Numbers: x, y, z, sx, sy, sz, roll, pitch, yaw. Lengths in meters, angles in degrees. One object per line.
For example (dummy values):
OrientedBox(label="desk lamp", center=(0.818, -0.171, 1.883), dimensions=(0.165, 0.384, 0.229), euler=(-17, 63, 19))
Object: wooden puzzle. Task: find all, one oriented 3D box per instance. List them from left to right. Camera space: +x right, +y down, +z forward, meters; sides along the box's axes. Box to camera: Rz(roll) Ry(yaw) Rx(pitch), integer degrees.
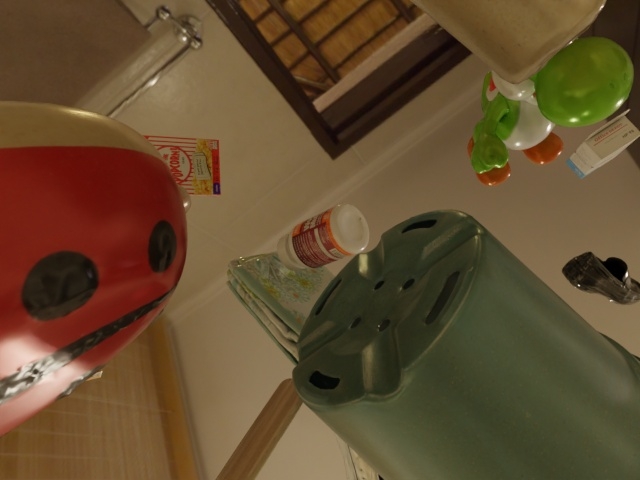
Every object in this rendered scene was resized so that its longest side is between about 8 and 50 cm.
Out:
OrientedBox(label="wooden puzzle", center=(-0.086, 0.290, 0.614), dimensions=(0.044, 0.239, 0.221), euler=(35, -109, 3))

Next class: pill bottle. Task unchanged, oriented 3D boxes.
OrientedBox(label="pill bottle", center=(0.000, 0.000, 1.069), dimensions=(0.221, 0.121, 0.121), euler=(-22, -126, 42))

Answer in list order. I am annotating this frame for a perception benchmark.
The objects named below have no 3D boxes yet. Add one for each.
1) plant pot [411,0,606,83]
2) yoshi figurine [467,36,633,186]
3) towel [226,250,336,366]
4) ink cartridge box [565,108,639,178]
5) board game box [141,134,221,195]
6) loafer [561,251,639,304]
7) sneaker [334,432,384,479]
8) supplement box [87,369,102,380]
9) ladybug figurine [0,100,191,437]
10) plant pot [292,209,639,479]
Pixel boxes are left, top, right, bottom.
OrientedBox(label="plant pot", center=(0.161, -0.324, 0.378), dimensions=(0.334, 0.334, 0.305), euler=(-41, -92, 6))
OrientedBox(label="yoshi figurine", center=(0.335, -0.191, 0.666), dimensions=(0.203, 0.362, 0.204), euler=(16, -103, 18))
OrientedBox(label="towel", center=(-0.030, 0.165, 1.158), dimensions=(0.374, 0.320, 0.090), euler=(45, -61, 21))
OrientedBox(label="ink cartridge box", center=(0.664, -0.221, 1.036), dimensions=(0.104, 0.180, 0.060), euler=(-34, -106, 6))
OrientedBox(label="board game box", center=(-0.359, -0.188, 1.136), dimensions=(0.045, 0.193, 0.147), euler=(175, -87, -66))
OrientedBox(label="loafer", center=(0.584, 0.075, 0.884), dimensions=(0.078, 0.223, 0.076), euler=(-57, -151, 32))
OrientedBox(label="sneaker", center=(0.088, 0.403, 0.900), dimensions=(0.091, 0.094, 0.258), euler=(-12, -83, 15))
OrientedBox(label="supplement box", center=(-0.559, 0.280, 1.038), dimensions=(0.098, 0.062, 0.036), euler=(58, -46, 26))
OrientedBox(label="ladybug figurine", center=(-0.279, 0.053, 0.352), dimensions=(0.162, 0.305, 0.449), euler=(41, -131, 16))
OrientedBox(label="plant pot", center=(0.169, 0.166, 0.502), dimensions=(0.341, 0.334, 0.341), euler=(-43, -163, 16))
